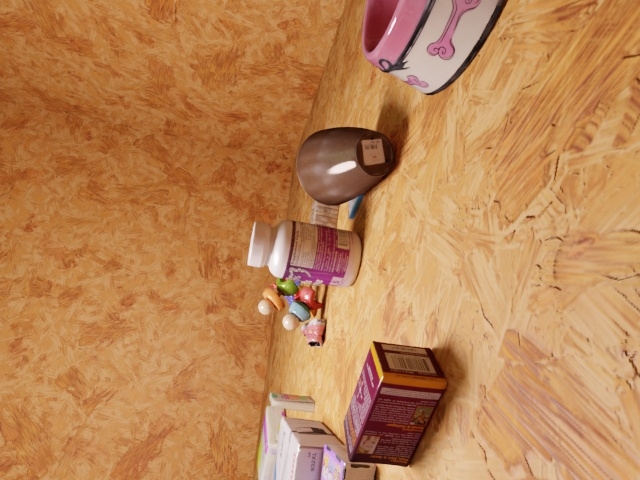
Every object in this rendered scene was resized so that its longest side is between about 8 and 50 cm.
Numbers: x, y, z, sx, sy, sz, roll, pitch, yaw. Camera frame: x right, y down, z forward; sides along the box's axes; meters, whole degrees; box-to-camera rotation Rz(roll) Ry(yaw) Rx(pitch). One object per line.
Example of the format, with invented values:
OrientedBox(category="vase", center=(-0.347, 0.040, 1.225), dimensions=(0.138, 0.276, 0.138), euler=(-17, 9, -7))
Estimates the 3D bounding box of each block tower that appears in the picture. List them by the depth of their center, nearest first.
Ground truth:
OrientedBox(category="block tower", center=(0.000, 0.000, 1.503), dimensions=(0.097, 0.090, 0.336), euler=(156, 123, -76))

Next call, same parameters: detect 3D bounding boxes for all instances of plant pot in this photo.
OrientedBox(category="plant pot", center=(0.079, -0.205, 1.045), dimensions=(0.230, 0.215, 0.216), euler=(2, 82, 65))

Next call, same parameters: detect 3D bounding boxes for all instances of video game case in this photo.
OrientedBox(category="video game case", center=(0.110, -0.166, 1.278), dimensions=(0.119, 0.015, 0.166), euler=(112, 163, -48))

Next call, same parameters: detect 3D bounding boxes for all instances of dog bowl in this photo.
OrientedBox(category="dog bowl", center=(0.199, -0.495, 0.748), dimensions=(0.408, 0.150, 0.408), euler=(-170, 90, -80))

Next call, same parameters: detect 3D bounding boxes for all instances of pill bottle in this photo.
OrientedBox(category="pill bottle", center=(-0.049, 0.033, 1.155), dimensions=(0.169, 0.301, 0.169), euler=(-170, 90, -80))

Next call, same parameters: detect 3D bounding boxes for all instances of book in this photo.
OrientedBox(category="book", center=(-0.099, 0.550, 1.384), dimensions=(0.096, 0.144, 0.035), euler=(157, 122, -77))

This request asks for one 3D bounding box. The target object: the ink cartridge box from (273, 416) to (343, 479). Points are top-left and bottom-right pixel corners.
OrientedBox(category="ink cartridge box", center=(-0.037, 0.610, 1.045), dimensions=(0.307, 0.129, 0.223), euler=(137, 142, -73))

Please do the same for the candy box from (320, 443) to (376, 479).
OrientedBox(category="candy box", center=(0.047, 0.541, 0.828), dimensions=(0.165, 0.070, 0.196), euler=(135, 144, -71))

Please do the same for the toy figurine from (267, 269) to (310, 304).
OrientedBox(category="toy figurine", center=(-0.152, 0.175, 1.921), dimensions=(0.363, 0.191, 0.217), euler=(-91, 10, -48))

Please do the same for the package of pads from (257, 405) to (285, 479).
OrientedBox(category="package of pads", center=(-0.209, 0.904, 1.762), dimensions=(0.296, 0.101, 0.229), euler=(-137, 58, -78))

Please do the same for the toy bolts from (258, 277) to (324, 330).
OrientedBox(category="toy bolts", center=(-0.103, 0.263, 1.501), dimensions=(0.158, 0.218, 0.228), euler=(-46, 29, -23))

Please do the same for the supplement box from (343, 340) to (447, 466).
OrientedBox(category="supplement box", center=(0.111, 0.263, 0.647), dimensions=(0.081, 0.104, 0.188), euler=(-101, 23, -63))

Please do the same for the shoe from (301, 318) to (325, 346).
OrientedBox(category="shoe", center=(-0.032, 0.338, 1.435), dimensions=(0.178, 0.063, 0.081), euler=(128, 155, -60))
